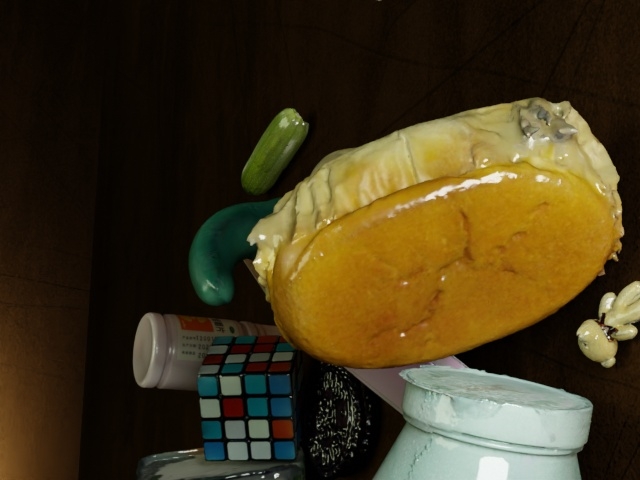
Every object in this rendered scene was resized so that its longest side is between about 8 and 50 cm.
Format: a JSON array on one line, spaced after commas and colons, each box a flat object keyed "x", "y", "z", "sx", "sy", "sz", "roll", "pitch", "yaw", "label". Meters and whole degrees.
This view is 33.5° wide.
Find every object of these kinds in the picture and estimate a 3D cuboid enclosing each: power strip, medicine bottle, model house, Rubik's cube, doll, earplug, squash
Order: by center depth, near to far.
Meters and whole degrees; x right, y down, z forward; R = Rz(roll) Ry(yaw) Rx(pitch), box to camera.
[{"x": 0.157, "y": 0.289, "z": 1.094, "sx": 0.245, "sy": 0.245, "sz": 0.290, "roll": -163, "pitch": 80, "yaw": -65, "label": "medicine bottle"}, {"x": 0.306, "y": 0.085, "z": 1.097, "sx": 0.093, "sy": 0.051, "sz": 0.061, "roll": -38, "pitch": 41, "yaw": 17, "label": "doll"}, {"x": 0.109, "y": 0.159, "z": 1.276, "sx": 0.037, "sy": 0.279, "sz": 0.109, "roll": -47, "pitch": -6, "yaw": -45, "label": "power strip"}, {"x": -0.004, "y": -0.007, "z": 1.315, "sx": 0.280, "sy": 0.257, "sz": 0.164, "roll": -20, "pitch": 69, "yaw": 23, "label": "earplug"}, {"x": -0.105, "y": 0.249, "z": 1.689, "sx": 0.155, "sy": 0.151, "sz": 0.154, "roll": -75, "pitch": -18, "yaw": -72, "label": "Rubik's cube"}, {"x": -0.147, "y": 0.486, "z": 1.716, "sx": 0.190, "sy": 0.271, "sz": 0.301, "roll": -130, "pitch": 35, "yaw": -77, "label": "model house"}, {"x": -0.194, "y": 0.202, "z": 1.870, "sx": 0.133, "sy": 0.249, "sz": 0.133, "roll": -171, "pitch": 90, "yaw": -66, "label": "medicine bottle"}, {"x": -0.087, "y": -0.163, "z": 1.962, "sx": 0.239, "sy": 0.069, "sz": 0.069, "roll": 128, "pitch": 141, "yaw": -48, "label": "squash"}]

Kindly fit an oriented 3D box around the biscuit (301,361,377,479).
[{"x": 0.026, "y": 0.267, "z": 1.613, "sx": 0.194, "sy": 0.053, "sz": 0.195, "roll": -28, "pitch": 58, "yaw": 59, "label": "biscuit"}]

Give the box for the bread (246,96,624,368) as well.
[{"x": 0.130, "y": 0.003, "z": 1.134, "sx": 0.388, "sy": 0.236, "sz": 0.183, "roll": -21, "pitch": 44, "yaw": 11, "label": "bread"}]

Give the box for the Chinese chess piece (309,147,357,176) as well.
[{"x": 0.051, "y": -0.010, "z": 1.579, "sx": 0.257, "sy": 0.104, "sz": 0.257, "roll": -26, "pitch": 61, "yaw": 61, "label": "Chinese chess piece"}]

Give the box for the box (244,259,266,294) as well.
[{"x": -0.068, "y": 0.054, "z": 1.730, "sx": 0.201, "sy": 0.058, "sz": 0.141, "roll": 59, "pitch": 167, "yaw": -24, "label": "box"}]
